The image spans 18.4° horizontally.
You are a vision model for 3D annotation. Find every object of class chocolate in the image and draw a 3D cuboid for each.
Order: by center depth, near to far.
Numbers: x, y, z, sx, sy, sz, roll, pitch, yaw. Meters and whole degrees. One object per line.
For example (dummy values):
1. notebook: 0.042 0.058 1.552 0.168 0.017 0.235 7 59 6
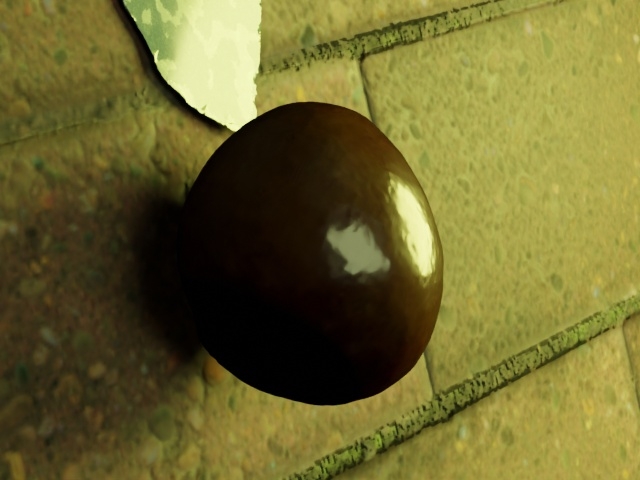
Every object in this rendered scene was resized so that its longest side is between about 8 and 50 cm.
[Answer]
1. chocolate: 0.000 0.000 1.130 0.177 0.177 0.176 11 75 -50

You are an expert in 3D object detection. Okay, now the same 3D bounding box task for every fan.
1. fan: -0.080 -0.177 1.175 0.131 0.009 0.240 -16 96 -50
